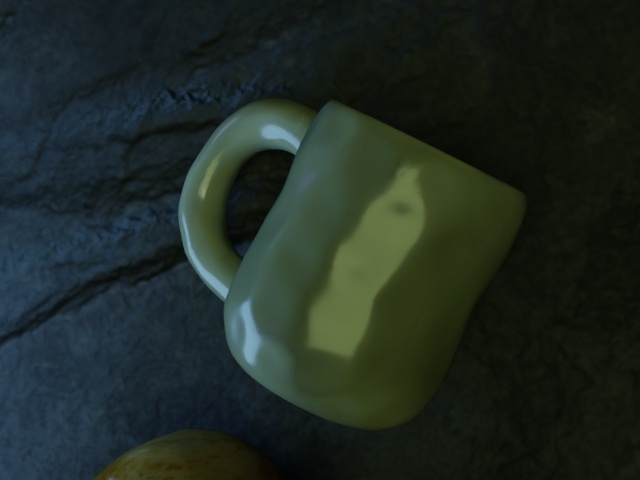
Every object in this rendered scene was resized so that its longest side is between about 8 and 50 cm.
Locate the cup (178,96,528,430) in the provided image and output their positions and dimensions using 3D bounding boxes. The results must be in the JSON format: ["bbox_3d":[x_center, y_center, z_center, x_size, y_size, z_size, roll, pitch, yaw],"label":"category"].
[{"bbox_3d":[-0.001,0.002,0.798,0.255,0.173,0.202,27,97,6],"label":"cup"}]

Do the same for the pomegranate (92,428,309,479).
[{"bbox_3d":[-0.098,0.247,0.831,0.207,0.207,0.207,1,95,10],"label":"pomegranate"}]
